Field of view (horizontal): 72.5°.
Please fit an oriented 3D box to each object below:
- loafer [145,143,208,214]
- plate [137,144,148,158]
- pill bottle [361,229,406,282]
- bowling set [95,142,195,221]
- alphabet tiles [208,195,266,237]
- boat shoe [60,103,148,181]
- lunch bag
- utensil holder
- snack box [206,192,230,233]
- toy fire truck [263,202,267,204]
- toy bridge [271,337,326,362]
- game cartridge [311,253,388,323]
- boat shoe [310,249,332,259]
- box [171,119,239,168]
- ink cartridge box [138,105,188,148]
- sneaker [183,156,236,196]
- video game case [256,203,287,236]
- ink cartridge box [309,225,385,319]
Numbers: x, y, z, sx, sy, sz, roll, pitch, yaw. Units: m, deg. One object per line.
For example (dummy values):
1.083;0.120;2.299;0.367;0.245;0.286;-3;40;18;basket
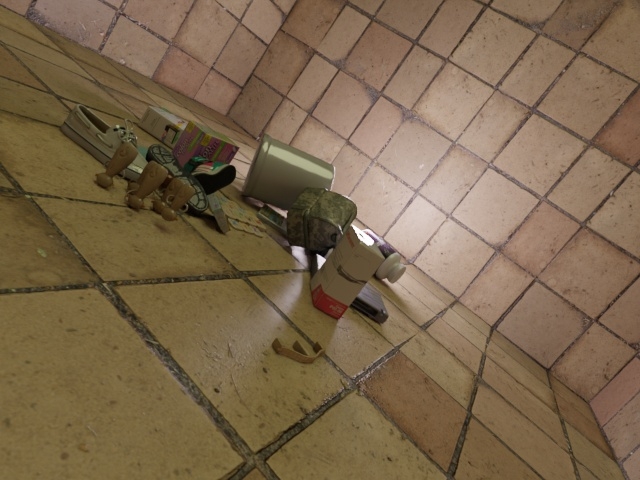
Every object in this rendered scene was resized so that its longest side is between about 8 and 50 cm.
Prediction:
-0.522;-0.208;1.579;0.302;0.095;0.109;51;39;2;loafer
-0.674;-0.322;1.757;0.188;0.024;0.188;34;14;-9;plate
0.324;0.094;2.473;0.323;0.181;0.182;42;14;25;pill bottle
-0.520;-0.154;1.370;0.287;0.154;0.200;35;-6;4;bowling set
-0.357;-0.112;1.827;0.284;0.021;0.278;20;20;-49;alphabet tiles
-0.691;-0.343;1.488;0.367;0.156;0.136;36;13;3;boat shoe
0.014;-0.091;1.964;0.256;0.212;0.305;8;32;19;lunch bag
-0.162;-0.314;2.207;0.386;0.327;0.327;20;17;-14;utensil holder
-0.373;-0.101;1.596;0.141;0.037;0.100;-128;-162;-54;snack box
-0.261;-0.267;2.410;0.217;0.158;0.246;39;3;11;toy fire truck
-0.049;0.293;1.155;0.188;0.026;0.063;20;21;-49;toy bridge
0.116;0.201;1.841;0.355;0.068;0.230;33;9;-11;game cartridge
0.000;0.000;2.132;0.091;0.114;0.302;37;12;-16;boat shoe
-0.520;-0.387;1.955;0.117;0.213;0.243;41;13;22;box
-0.730;-0.542;2.189;0.278;0.117;0.201;35;13;-7;ink cartridge box
-0.503;-0.261;1.768;0.179;0.123;0.296;16;28;26;sneaker
-0.208;-0.094;2.135;0.207;0.026;0.227;34;14;-8;video game case
0.090;0.111;1.582;0.117;0.282;0.207;32;13;-15;ink cartridge box
